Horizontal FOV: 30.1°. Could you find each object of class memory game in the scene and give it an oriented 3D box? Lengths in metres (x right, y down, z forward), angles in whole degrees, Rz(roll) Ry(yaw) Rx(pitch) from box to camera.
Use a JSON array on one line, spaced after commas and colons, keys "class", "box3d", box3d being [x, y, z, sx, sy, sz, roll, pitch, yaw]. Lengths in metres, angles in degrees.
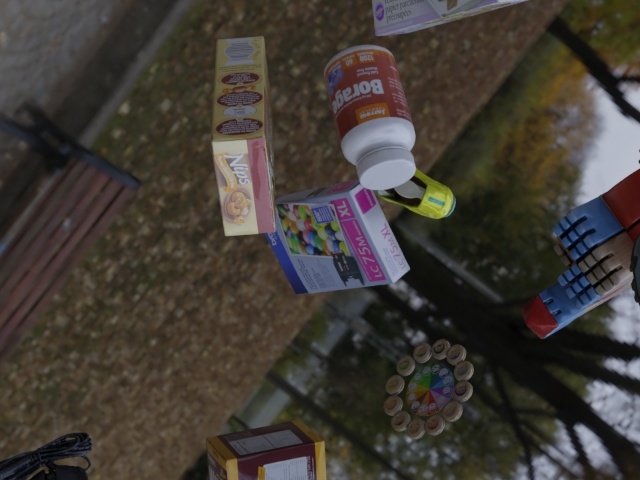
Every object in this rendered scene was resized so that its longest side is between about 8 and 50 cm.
[{"class": "memory game", "box3d": [0.185, 0.255, 2.057, 0.186, 0.012, 0.186, -24, -132, 29]}]

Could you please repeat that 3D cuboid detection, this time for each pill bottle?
[{"class": "pill bottle", "box3d": [0.084, -0.196, 1.909, 0.121, 0.121, 0.216, -48, -132, 50]}]

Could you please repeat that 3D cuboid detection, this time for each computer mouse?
[{"class": "computer mouse", "box3d": [-0.430, 0.435, 1.906, 0.188, 0.272, 0.072, -20, 146, -11]}]

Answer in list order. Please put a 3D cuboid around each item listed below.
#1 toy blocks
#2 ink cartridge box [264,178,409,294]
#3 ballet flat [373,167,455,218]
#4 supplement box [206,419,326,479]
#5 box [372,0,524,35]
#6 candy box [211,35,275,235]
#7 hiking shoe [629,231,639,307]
[{"class": "toy blocks", "box3d": [0.385, -0.014, 1.439, 0.261, 0.191, 0.381, -25, 166, -28]}, {"class": "ink cartridge box", "box3d": [0.000, 0.000, 2.131, 0.311, 0.186, 0.065, -8, -157, 49]}, {"class": "ballet flat", "box3d": [0.138, -0.096, 2.037, 0.231, 0.077, 0.077, 29, -78, 54]}, {"class": "supplement box", "box3d": [-0.101, 0.463, 2.244, 0.129, 0.194, 0.191, -155, -120, -66]}, {"class": "box", "box3d": [0.183, -0.350, 1.718, 0.067, 0.063, 0.324, -9, -175, -28]}, {"class": "candy box", "box3d": [-0.122, -0.175, 1.929, 0.316, 0.087, 0.183, -93, 178, -52]}, {"class": "hiking shoe", "box3d": [0.360, 0.071, 0.990, 0.304, 0.113, 0.132, -105, -152, -42]}]
